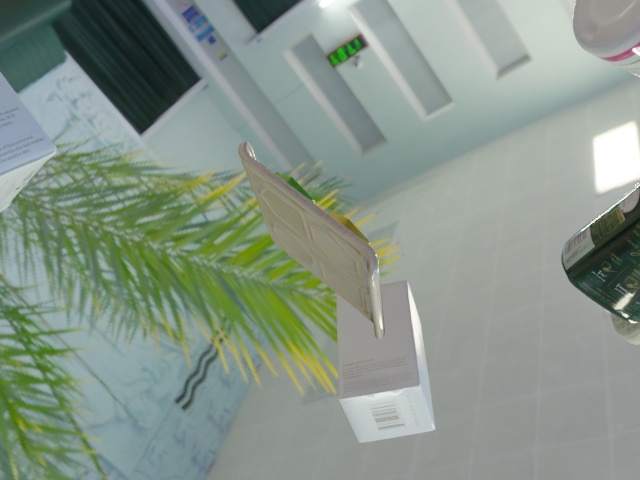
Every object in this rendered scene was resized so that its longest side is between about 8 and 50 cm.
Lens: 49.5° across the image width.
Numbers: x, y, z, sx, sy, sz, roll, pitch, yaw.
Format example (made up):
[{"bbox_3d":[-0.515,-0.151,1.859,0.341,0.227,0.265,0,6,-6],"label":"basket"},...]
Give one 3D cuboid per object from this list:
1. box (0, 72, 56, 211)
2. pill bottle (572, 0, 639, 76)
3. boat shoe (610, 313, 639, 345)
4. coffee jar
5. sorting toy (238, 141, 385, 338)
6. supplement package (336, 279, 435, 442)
[{"bbox_3d":[-0.264,-0.058,0.481,0.101,0.087,0.102,-31,-173,40],"label":"box"},{"bbox_3d":[0.477,-0.265,0.871,0.160,0.283,0.160,-50,-148,47],"label":"pill bottle"},{"bbox_3d":[0.490,-0.067,0.681,0.500,0.156,0.187,-55,-173,21],"label":"boat shoe"},{"bbox_3d":[0.303,-0.018,0.597,0.184,0.096,0.079,-55,-178,38],"label":"coffee jar"},{"bbox_3d":[0.000,0.000,0.755,0.038,0.208,0.193,-41,155,-14],"label":"sorting toy"},{"bbox_3d":[0.084,0.158,0.926,0.105,0.105,0.179,-13,-139,11],"label":"supplement package"}]
